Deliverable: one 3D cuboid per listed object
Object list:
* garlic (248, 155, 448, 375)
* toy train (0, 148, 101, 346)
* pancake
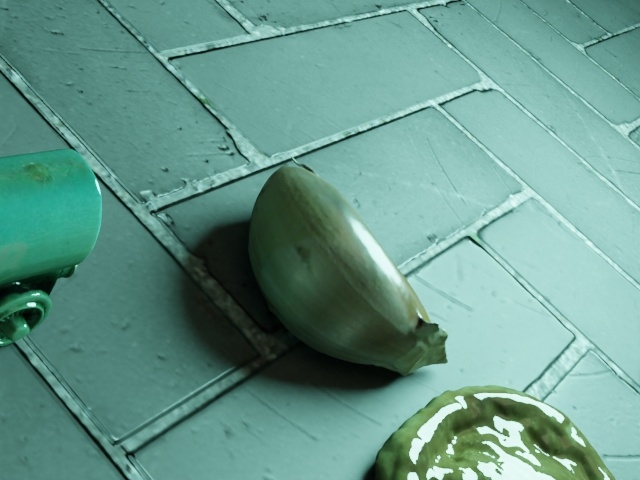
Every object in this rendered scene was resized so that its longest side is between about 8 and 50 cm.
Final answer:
[{"bbox_3d":[-0.002,-0.005,0.757,0.128,0.148,0.267,-22,61,-6],"label":"garlic"},{"bbox_3d":[-0.241,0.011,0.511,0.248,0.159,0.101,-16,64,-47],"label":"toy train"},{"bbox_3d":[0.150,0.202,0.674,0.236,0.042,0.223,10,47,-26],"label":"pancake"}]
